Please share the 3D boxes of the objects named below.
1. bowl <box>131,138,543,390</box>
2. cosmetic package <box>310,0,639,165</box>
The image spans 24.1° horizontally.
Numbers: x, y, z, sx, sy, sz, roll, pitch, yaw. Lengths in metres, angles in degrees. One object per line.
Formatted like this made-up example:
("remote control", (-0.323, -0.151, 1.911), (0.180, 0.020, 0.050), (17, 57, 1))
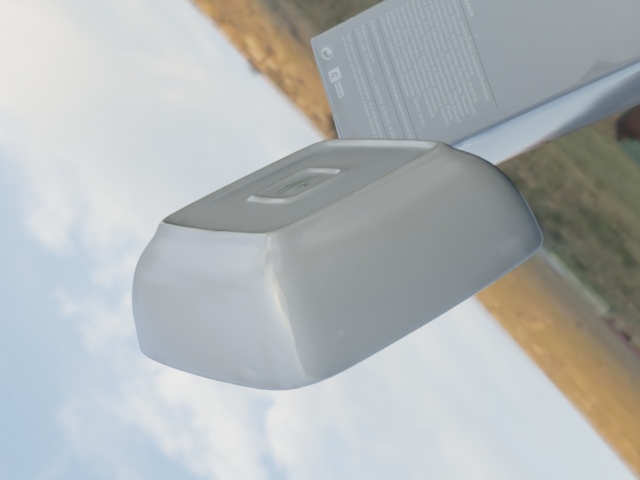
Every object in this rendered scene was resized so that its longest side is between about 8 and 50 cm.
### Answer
("bowl", (0.000, 0.000, 0.595), (0.142, 0.142, 0.053), (8, 120, 57))
("cosmetic package", (0.129, -0.114, 0.839), (0.127, 0.238, 0.107), (-6, -101, -54))
